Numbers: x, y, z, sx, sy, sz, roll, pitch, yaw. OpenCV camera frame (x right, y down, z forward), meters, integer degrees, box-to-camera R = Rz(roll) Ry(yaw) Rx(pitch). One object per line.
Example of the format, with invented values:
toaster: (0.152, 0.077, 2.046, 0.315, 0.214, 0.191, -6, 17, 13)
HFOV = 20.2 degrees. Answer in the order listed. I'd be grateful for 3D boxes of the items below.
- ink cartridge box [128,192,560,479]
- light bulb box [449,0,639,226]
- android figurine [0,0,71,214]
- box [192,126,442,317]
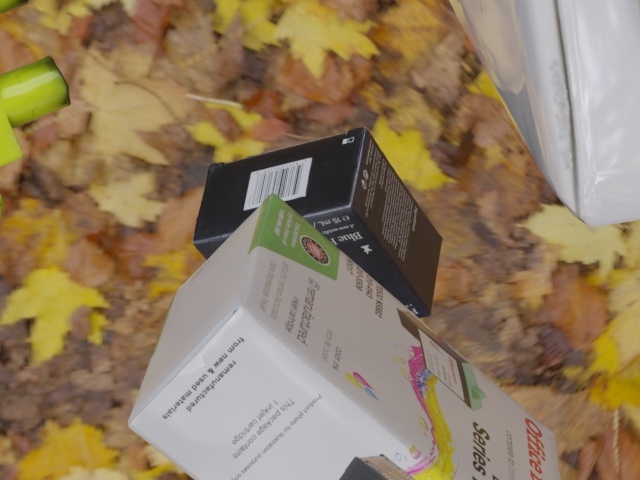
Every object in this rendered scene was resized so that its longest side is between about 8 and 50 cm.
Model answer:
ink cartridge box: (0.027, 0.126, 1.184, 0.278, 0.201, 0.117, 40, 109, -12)
light bulb box: (0.197, -0.190, 0.500, 0.358, 0.361, 0.225, -9, 111, 0)
android figurine: (-0.330, -0.105, 1.315, 0.273, 0.056, 0.248, -26, 104, -11)
box: (0.000, 0.000, 1.543, 0.156, 0.158, 0.093, -13, 47, 26)
